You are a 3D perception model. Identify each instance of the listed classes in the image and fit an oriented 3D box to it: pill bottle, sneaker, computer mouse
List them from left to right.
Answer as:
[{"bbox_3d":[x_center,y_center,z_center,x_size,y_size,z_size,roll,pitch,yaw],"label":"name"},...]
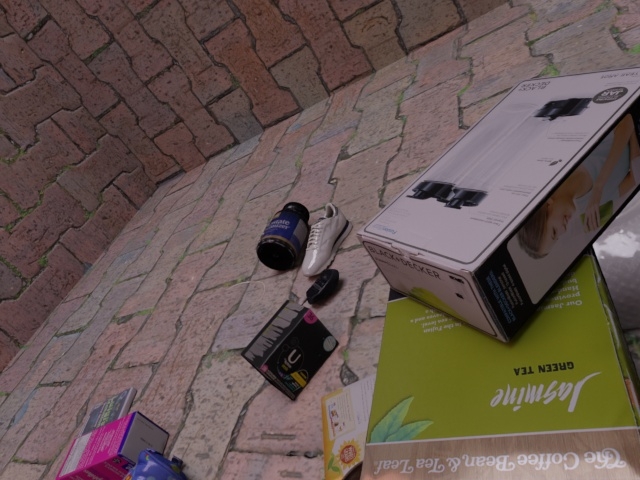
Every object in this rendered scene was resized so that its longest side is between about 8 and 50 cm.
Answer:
[{"bbox_3d":[-0.106,-0.020,1.429,0.122,0.123,0.219,-19,31,31],"label":"pill bottle"},{"bbox_3d":[-0.033,0.169,1.165,0.242,0.041,0.071,-47,20,-4],"label":"computer mouse"},{"bbox_3d":[0.000,0.000,1.311,0.090,0.095,0.235,-7,42,41],"label":"sneaker"}]

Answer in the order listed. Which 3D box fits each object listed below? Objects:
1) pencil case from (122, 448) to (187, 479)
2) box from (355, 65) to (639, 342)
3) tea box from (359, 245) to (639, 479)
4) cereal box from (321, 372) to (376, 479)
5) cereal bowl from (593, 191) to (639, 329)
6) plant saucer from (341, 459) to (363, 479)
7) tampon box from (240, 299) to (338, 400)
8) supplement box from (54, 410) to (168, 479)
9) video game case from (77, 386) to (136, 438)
[{"bbox_3d":[-0.400,0.557,0.904,0.133,0.119,0.306,19,60,40],"label":"pencil case"},{"bbox_3d":[0.196,-0.053,0.469,0.290,0.087,0.169,-42,28,-15],"label":"box"},{"bbox_3d":[0.233,0.184,0.513,0.219,0.329,0.324,-18,34,31],"label":"tea box"},{"bbox_3d":[0.114,0.300,0.777,0.240,0.047,0.173,-28,29,16],"label":"cereal box"},{"bbox_3d":[0.465,-0.026,0.766,0.338,0.141,0.339,-29,29,18],"label":"cereal bowl"},{"bbox_3d":[0.111,0.377,0.609,0.198,0.036,0.199,-3,28,2],"label":"plant saucer"},{"bbox_3d":[-0.066,0.234,1.004,0.161,0.120,0.101,-48,29,-20],"label":"tampon box"},{"bbox_3d":[-0.490,0.510,1.089,0.219,0.111,0.114,-28,30,19],"label":"supplement box"},{"bbox_3d":[-0.621,0.526,1.311,0.173,0.022,0.191,-27,29,18],"label":"video game case"}]
